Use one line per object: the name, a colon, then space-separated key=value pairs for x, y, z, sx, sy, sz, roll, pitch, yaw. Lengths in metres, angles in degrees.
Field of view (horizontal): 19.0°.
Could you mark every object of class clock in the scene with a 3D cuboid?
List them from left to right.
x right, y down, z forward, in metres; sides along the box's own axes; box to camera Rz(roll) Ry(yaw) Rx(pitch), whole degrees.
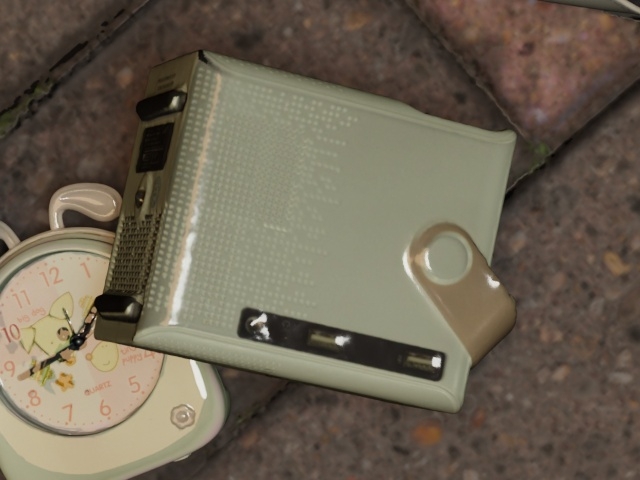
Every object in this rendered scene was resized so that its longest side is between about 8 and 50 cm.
clock: x=-0.154 y=0.064 z=1.233 sx=0.151 sy=0.062 sz=0.191 roll=-22 pitch=90 yaw=5

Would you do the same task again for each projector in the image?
projector: x=0.000 y=0.000 z=1.149 sx=0.242 sy=0.163 sz=0.177 roll=14 pitch=85 yaw=-16

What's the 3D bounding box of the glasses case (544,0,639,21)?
glasses case: x=0.081 y=-0.228 z=1.196 sx=0.308 sy=0.083 sz=0.128 roll=13 pitch=93 yaw=3
